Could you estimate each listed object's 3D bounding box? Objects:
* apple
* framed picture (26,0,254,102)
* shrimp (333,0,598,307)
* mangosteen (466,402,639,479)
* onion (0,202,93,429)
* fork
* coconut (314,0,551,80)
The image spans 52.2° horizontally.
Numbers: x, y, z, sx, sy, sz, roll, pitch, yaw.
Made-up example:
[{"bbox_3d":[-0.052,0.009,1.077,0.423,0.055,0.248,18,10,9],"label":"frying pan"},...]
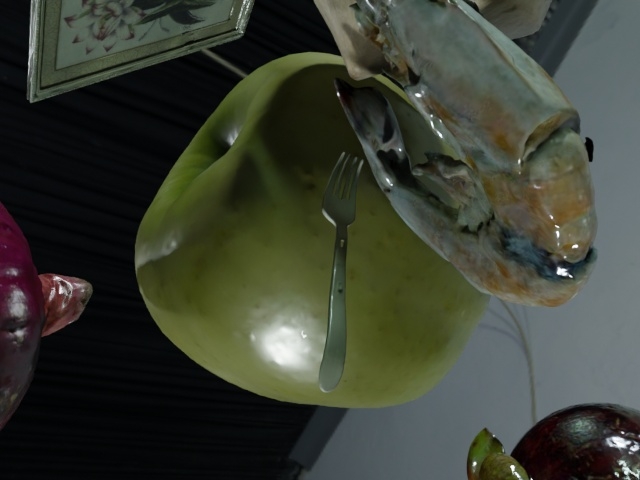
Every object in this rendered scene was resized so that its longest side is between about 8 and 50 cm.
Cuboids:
[{"bbox_3d":[0.000,0.000,0.873,0.473,0.474,0.473,-24,58,45],"label":"apple"},{"bbox_3d":[-0.122,-0.203,0.512,0.010,0.231,0.173,45,139,12],"label":"framed picture"},{"bbox_3d":[0.093,-0.095,0.540,0.360,0.085,0.247,58,156,-7],"label":"shrimp"},{"bbox_3d":[0.312,0.323,0.747,0.288,0.288,0.288,-24,58,45],"label":"mangosteen"},{"bbox_3d":[-0.396,0.075,0.664,0.348,0.385,0.347,-1,89,31],"label":"onion"},{"bbox_3d":[0.016,0.024,0.574,0.028,0.034,0.219,-27,50,49],"label":"fork"},{"bbox_3d":[0.103,-0.306,0.636,0.329,0.329,0.329,-24,58,45],"label":"coconut"}]
